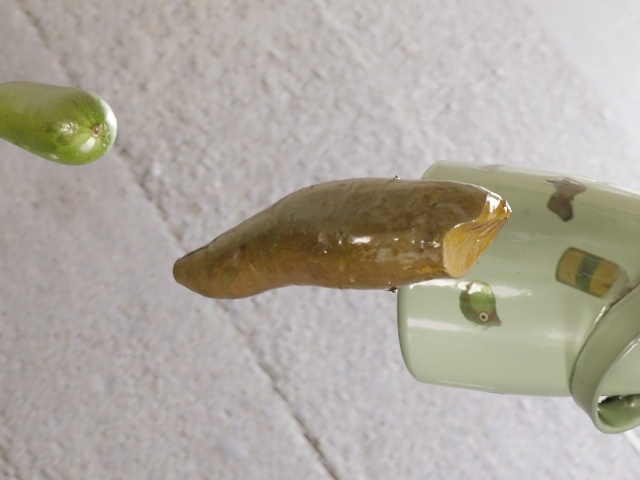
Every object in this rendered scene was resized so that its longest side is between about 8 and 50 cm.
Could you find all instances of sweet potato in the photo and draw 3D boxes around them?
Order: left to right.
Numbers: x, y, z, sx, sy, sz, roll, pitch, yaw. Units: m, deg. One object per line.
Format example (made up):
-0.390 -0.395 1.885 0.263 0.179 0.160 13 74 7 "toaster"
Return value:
0.000 0.000 1.062 0.077 0.243 0.077 25 62 -61 "sweet potato"

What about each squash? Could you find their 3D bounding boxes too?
-0.241 -0.103 1.419 0.066 0.201 0.066 -9 105 -39 "squash"

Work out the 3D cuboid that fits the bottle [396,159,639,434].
0.257 0.055 1.458 0.351 0.229 0.229 8 32 17 "bottle"
